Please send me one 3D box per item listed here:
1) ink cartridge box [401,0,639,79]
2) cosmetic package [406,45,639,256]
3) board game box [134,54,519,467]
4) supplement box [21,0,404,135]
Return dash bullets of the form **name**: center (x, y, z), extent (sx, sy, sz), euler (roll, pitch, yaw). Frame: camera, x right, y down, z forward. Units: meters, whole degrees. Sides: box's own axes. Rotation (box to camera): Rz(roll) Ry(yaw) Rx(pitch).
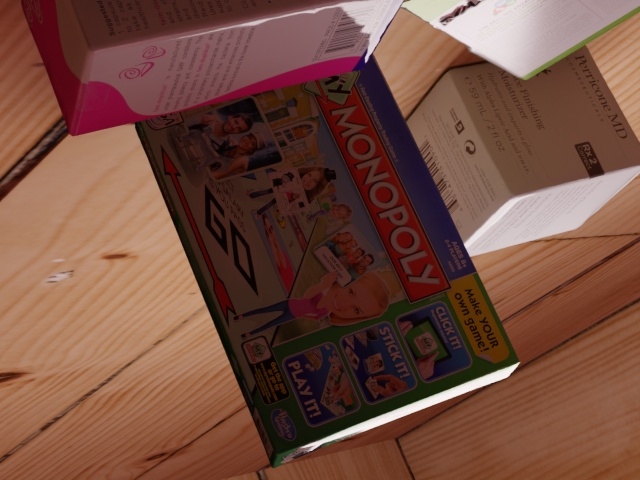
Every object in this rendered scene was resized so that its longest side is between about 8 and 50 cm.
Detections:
- **ink cartridge box**: center (0.169, -0.231, 1.009), extent (0.189, 0.097, 0.255), euler (-31, 160, 23)
- **cosmetic package**: center (0.202, -0.090, 1.376), extent (0.184, 0.151, 0.151), euler (-15, 161, -29)
- **board game box**: center (0.000, 0.000, 1.098), extent (0.214, 0.317, 0.046), euler (-20, 162, -14)
- **supplement box**: center (-0.072, -0.161, 0.874), extent (0.220, 0.114, 0.111), euler (-17, 163, -24)
